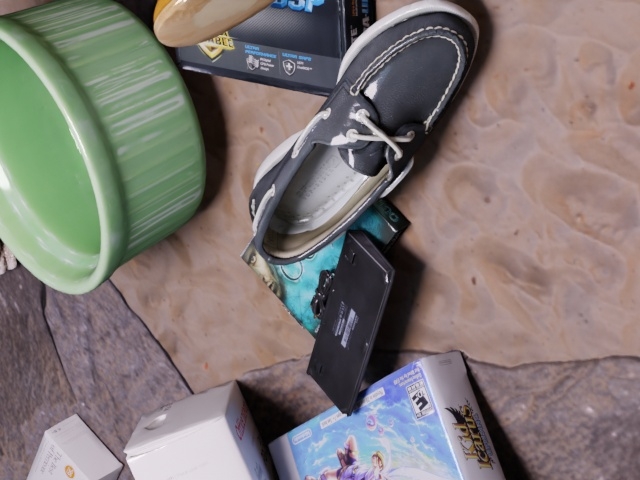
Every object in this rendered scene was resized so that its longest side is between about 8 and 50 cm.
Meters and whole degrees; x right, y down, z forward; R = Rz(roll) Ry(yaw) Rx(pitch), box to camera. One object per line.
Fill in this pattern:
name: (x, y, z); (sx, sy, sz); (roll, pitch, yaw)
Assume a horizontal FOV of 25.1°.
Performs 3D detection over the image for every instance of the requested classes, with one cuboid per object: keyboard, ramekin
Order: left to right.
ramekin: (-0.255, -0.110, 1.509); (0.303, 0.148, 0.303); (33, 138, 36)
keyboard: (0.026, 0.075, 1.422); (0.108, 0.023, 0.180); (46, 132, 40)

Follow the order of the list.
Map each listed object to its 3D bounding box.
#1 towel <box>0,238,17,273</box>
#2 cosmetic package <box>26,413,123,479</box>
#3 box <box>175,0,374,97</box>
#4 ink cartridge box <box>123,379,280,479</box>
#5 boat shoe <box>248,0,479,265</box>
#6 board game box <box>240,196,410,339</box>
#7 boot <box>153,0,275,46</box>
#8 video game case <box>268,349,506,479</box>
towel: (-0.487, -0.085, 1.830); (0.187, 0.049, 0.282); (-7, 105, 42)
cosmetic package: (-0.341, 0.344, 1.898); (0.099, 0.060, 0.239); (42, 132, 18)
box: (-0.048, -0.237, 1.366); (0.220, 0.051, 0.175); (16, 119, 36)
ink cartridge box: (-0.093, 0.312, 1.549); (0.117, 0.207, 0.283); (-23, 95, 2)
boat shoe: (0.038, -0.087, 1.294); (0.114, 0.091, 0.302); (24, 130, -18)
board game box: (0.000, 0.000, 1.455); (0.126, 0.026, 0.186); (47, 133, 14)
boot: (-0.076, -0.331, 1.253); (0.295, 0.104, 0.211); (-41, 69, 10)
video game case: (0.078, 0.273, 1.448); (0.269, 0.061, 0.244); (-36, 69, 45)
